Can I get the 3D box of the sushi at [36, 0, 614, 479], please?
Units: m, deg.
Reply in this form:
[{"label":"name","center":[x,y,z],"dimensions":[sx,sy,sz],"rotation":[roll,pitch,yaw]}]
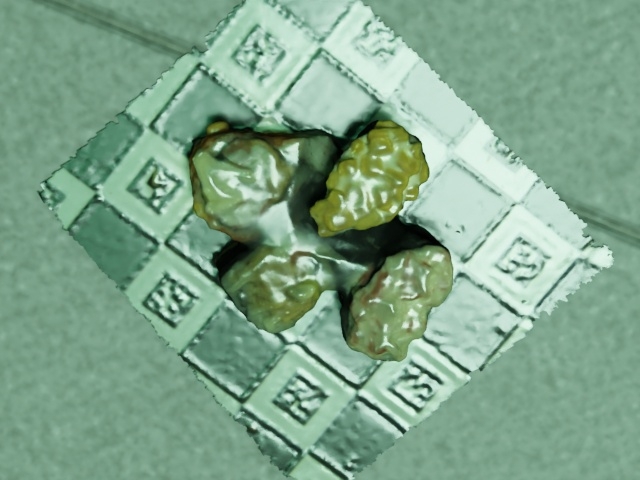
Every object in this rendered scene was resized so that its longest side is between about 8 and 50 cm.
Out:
[{"label":"sushi","center":[0.000,0.000,0.799],"dimensions":[0.193,0.040,0.210],"rotation":[-41,100,9]}]
